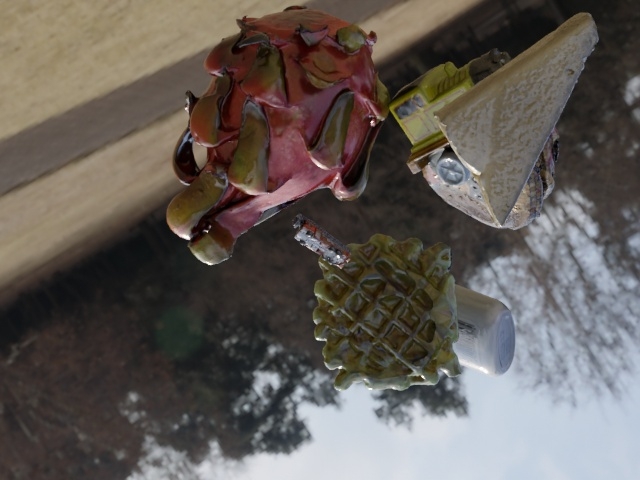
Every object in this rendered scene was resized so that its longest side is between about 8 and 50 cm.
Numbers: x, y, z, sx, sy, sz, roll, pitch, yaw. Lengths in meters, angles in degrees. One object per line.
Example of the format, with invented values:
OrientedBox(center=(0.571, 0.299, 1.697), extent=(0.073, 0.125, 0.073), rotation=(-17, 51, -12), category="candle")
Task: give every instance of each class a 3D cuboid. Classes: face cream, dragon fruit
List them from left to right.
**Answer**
OrientedBox(center=(-0.060, -0.138, 1.213), extent=(0.307, 0.243, 0.227), rotation=(-24, -168, -9), category="dragon fruit")
OrientedBox(center=(0.167, 0.114, 1.635), extent=(0.291, 0.144, 0.071), rotation=(19, -136, 37), category="face cream")

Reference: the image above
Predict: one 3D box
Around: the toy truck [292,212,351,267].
OrientedBox(center=(0.000, 0.000, 1.272), extent=(0.024, 0.083, 0.032), rotation=(-46, -163, 40), category="toy truck")

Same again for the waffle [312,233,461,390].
OrientedBox(center=(0.089, 0.102, 1.461), extent=(0.204, 0.224, 0.054), rotation=(-4, -177, 9), category="waffle")

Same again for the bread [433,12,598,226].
OrientedBox(center=(0.175, -0.099, 0.842), extent=(0.152, 0.105, 0.077), rotation=(-33, -168, 11), category="bread")

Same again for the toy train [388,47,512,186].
OrientedBox(center=(0.165, -0.142, 1.158), extent=(0.219, 0.127, 0.089), rotation=(-25, -165, 50), category="toy train")

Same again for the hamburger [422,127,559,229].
OrientedBox(center=(0.223, -0.118, 1.447), extent=(0.107, 0.231, 0.231), rotation=(-48, -171, -26), category="hamburger")
